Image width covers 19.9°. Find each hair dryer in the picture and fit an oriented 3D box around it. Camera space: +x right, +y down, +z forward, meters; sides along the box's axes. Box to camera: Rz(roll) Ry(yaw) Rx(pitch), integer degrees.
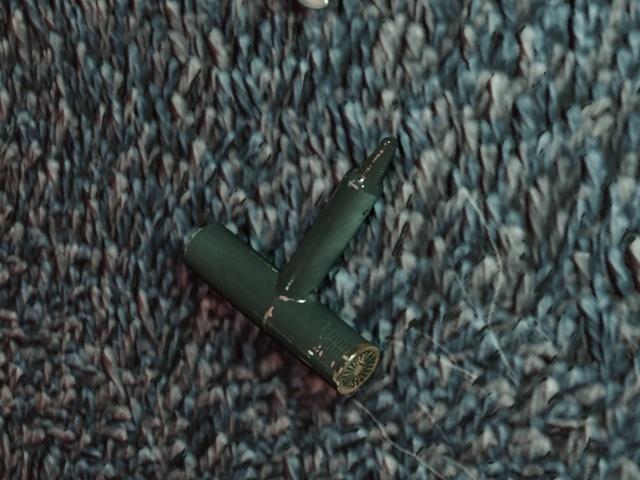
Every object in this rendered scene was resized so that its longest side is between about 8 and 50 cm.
[{"bbox_3d":[-0.009,-0.012,1.338,0.173,0.050,0.195,35,121,27],"label":"hair dryer"}]

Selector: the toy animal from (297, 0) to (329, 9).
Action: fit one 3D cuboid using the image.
[{"bbox_3d":[-0.074,-0.352,1.244,0.206,0.081,0.367,13,114,18],"label":"toy animal"}]
